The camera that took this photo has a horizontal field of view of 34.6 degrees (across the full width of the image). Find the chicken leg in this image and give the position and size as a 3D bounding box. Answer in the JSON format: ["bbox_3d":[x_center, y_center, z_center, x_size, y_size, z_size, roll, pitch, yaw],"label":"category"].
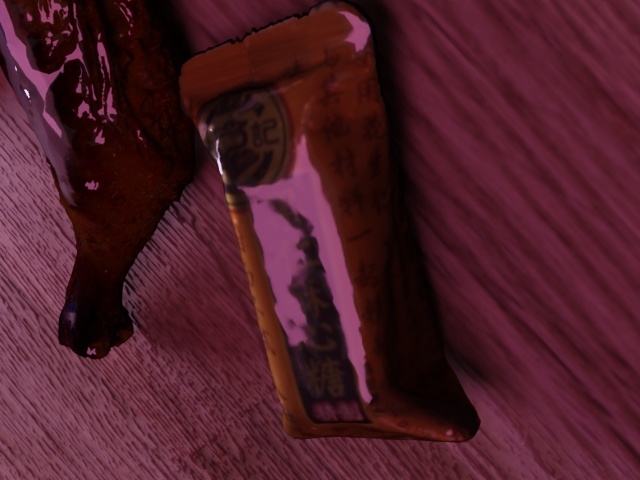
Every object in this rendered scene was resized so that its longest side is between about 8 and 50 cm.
[{"bbox_3d":[-0.159,-0.070,0.682,0.158,0.096,0.407,18,128,29],"label":"chicken leg"}]

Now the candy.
[{"bbox_3d":[0.000,0.000,0.616,0.143,0.101,0.271,-7,108,30],"label":"candy"}]
